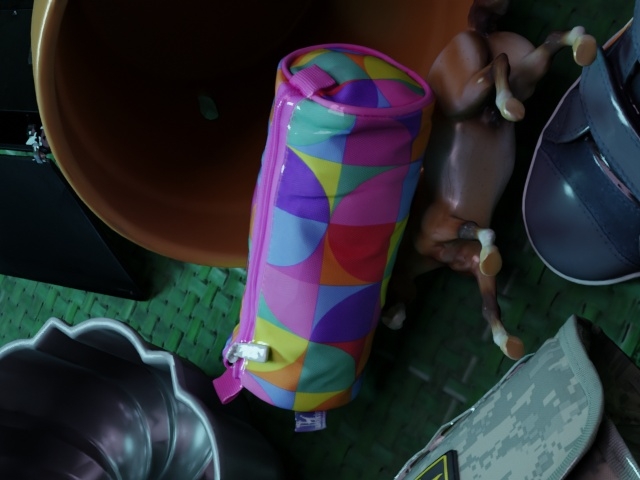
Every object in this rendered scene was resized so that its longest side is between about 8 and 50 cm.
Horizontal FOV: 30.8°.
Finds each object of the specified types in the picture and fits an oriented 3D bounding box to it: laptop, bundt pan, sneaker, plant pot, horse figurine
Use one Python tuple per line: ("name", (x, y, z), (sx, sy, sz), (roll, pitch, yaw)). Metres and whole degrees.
("laptop", (-0.245, -0.100, 0.972), (0.234, 0.137, 0.264), (7, 85, 38))
("bundt pan", (-0.146, 0.223, 0.825), (0.331, 0.124, 0.330), (-11, 72, 36))
("sneaker", (0.203, -0.088, 0.600), (0.126, 0.127, 0.321), (53, 125, 18))
("plant pot", (-0.057, -0.157, 0.777), (0.291, 0.291, 0.203), (-51, 37, 16))
("horse figurine", (0.093, -0.052, 0.699), (0.174, 0.066, 0.263), (-127, 44, -71))

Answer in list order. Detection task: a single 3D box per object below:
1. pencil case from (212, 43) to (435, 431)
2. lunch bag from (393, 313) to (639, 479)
("pencil case", (0.000, 0.000, 0.718), (0.104, 0.104, 0.236), (38, 127, 38))
("lunch bag", (0.122, 0.205, 0.597), (0.235, 0.169, 0.287), (-48, 47, 18))
